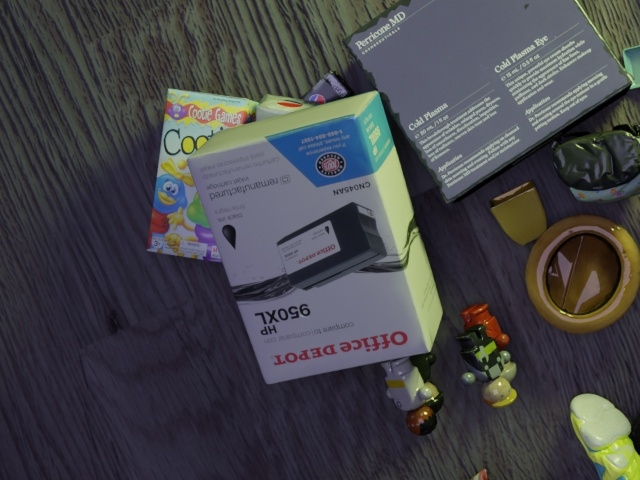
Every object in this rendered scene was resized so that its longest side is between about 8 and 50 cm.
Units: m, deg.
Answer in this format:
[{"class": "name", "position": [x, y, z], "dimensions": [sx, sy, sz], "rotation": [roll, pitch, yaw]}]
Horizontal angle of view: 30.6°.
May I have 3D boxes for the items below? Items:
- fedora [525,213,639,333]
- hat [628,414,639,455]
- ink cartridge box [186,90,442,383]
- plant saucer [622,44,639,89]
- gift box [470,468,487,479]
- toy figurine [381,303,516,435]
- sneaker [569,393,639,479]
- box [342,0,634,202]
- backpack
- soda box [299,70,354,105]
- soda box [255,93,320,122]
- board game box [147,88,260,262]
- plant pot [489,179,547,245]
[{"class": "fedora", "position": [0.427, 0.055, 1.905], "dimensions": [0.194, 0.079, 0.194], "rotation": [-1, 86, 10]}, {"class": "hat", "position": [0.622, 0.394, 1.818], "dimensions": [0.134, 0.331, 0.331], "rotation": [-4, 91, -27]}, {"class": "ink cartridge box", "position": [0.000, 0.000, 1.836], "dimensions": [0.285, 0.166, 0.395], "rotation": [-13, 107, 18]}, {"class": "plant saucer", "position": [0.572, -0.291, 1.849], "dimensions": [0.192, 0.018, 0.067], "rotation": [-10, 90, 44]}, {"class": "gift box", "position": [0.309, 0.519, 1.854], "dimensions": [0.255, 0.258, 0.276], "rotation": [2, 91, 12]}, {"class": "toy figurine", "position": [0.211, 0.216, 1.893], "dimensions": [0.213, 0.209, 0.148], "rotation": [-22, 98, 10]}, {"class": "sneaker", "position": [0.466, 0.364, 1.882], "dimensions": [0.091, 0.240, 0.126], "rotation": [-9, 132, -19]}, {"class": "box", "position": [0.269, -0.279, 1.878], "dimensions": [0.343, 0.179, 0.312], "rotation": [-33, 86, 11]}, {"class": "backpack", "position": [0.451, -0.118, 1.844], "dimensions": [0.152, 0.182, 0.115], "rotation": [-4, 88, 24]}, {"class": "soda box", "position": [-0.023, -0.216, 2.003], "dimensions": [0.169, 0.060, 0.053], "rotation": [-41, 90, 12]}, {"class": "soda box", "position": [-0.067, -0.093, 1.958], "dimensions": [0.098, 0.091, 0.286], "rotation": [10, 111, 5]}, {"class": "board game box", "position": [-0.191, -0.110, 2.002], "dimensions": [0.142, 0.144, 0.275], "rotation": [8, 94, 12]}, {"class": "plant pot", "position": [0.333, -0.041, 1.925], "dimensions": [0.081, 0.081, 0.083], "rotation": [-27, 97, 12]}]
